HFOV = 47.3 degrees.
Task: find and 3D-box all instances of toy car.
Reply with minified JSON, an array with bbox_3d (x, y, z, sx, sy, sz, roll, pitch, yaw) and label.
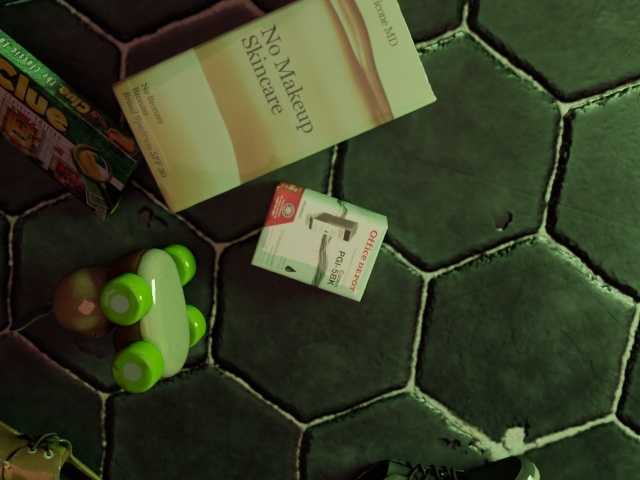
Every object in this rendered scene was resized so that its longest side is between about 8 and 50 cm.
[{"bbox_3d":[-0.251,0.086,0.836,0.188,0.155,0.149,-4,102,13],"label":"toy car"}]

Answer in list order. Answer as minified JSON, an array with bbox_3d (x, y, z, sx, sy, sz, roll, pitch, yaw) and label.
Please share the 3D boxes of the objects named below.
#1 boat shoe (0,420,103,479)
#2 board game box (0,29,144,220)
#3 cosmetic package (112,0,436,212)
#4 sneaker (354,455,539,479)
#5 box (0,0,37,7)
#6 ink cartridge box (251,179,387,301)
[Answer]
[{"bbox_3d":[-0.353,0.284,0.909,0.104,0.111,0.307,-41,108,6],"label":"boat shoe"},{"bbox_3d":[-0.317,-0.141,0.806,0.259,0.030,0.136,39,138,-6],"label":"board game box"},{"bbox_3d":[-0.044,-0.157,0.777,0.296,0.129,0.153,-24,99,7],"label":"cosmetic package"},{"bbox_3d":[0.149,0.304,0.895,0.222,0.083,0.118,-32,99,10],"label":"sneaker"},{"bbox_3d":[-0.249,-0.469,0.734,0.318,0.097,0.395,-12,103,3],"label":"box"},{"bbox_3d":[0.000,0.000,0.847,0.135,0.056,0.099,19,102,-1],"label":"ink cartridge box"}]
